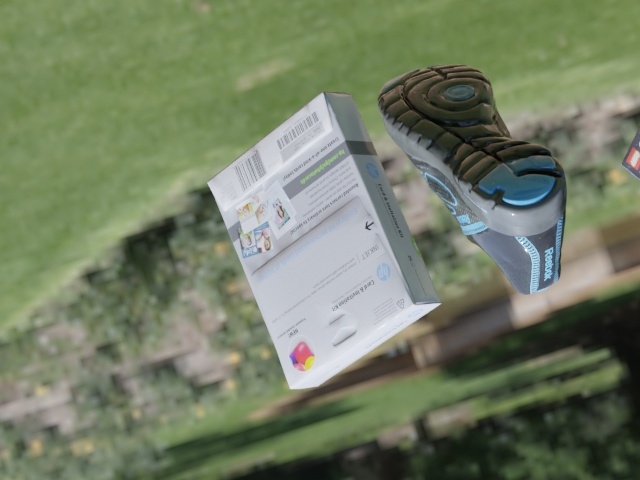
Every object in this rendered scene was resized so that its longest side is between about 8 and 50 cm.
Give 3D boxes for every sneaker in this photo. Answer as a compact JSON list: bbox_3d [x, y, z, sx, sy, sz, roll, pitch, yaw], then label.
[{"bbox_3d":[0.153,-0.070,2.067,0.125,0.139,0.341,-18,-145,-8],"label":"sneaker"}]

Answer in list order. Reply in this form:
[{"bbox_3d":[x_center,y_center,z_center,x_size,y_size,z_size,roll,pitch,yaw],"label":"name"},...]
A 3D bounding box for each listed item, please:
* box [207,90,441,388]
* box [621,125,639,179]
[{"bbox_3d":[0.000,0.000,1.537,0.038,0.186,0.145,0,151,-48],"label":"box"},{"bbox_3d":[0.375,-0.155,1.747,0.159,0.044,0.233,-6,128,-44],"label":"box"}]
